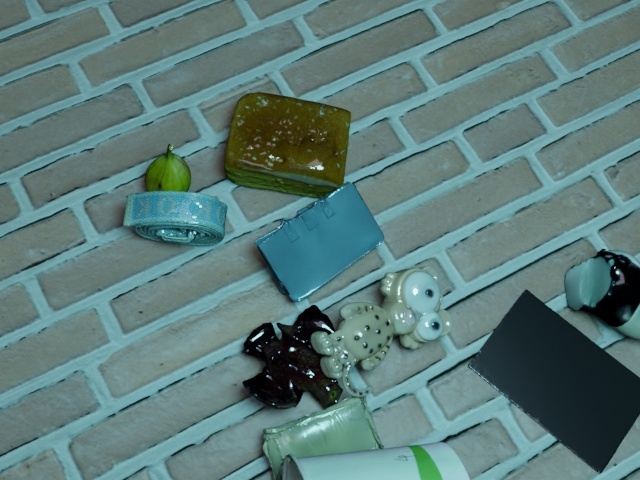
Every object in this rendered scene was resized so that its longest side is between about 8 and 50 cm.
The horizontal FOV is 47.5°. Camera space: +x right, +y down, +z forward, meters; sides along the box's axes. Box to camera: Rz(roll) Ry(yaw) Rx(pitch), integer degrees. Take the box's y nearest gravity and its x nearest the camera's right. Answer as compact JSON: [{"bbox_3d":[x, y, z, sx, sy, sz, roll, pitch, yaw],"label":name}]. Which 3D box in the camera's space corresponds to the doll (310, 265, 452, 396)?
[{"bbox_3d":[0.115,0.153,1.295,0.278,0.119,0.154,-33,99,-25],"label":"doll"}]

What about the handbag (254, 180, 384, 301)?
[{"bbox_3d":[0.000,0.000,1.356,0.221,0.057,0.144,-33,111,-14],"label":"handbag"}]

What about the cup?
[{"bbox_3d":[0.090,0.439,1.152,0.274,0.253,0.253,-8,70,-16],"label":"cup"}]

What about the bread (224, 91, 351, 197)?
[{"bbox_3d":[-0.062,-0.188,1.431,0.234,0.110,0.184,8,68,0],"label":"bread"}]

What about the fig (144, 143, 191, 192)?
[{"bbox_3d":[-0.272,-0.134,1.374,0.093,0.166,0.093,19,54,-28],"label":"fig"}]

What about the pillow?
[{"bbox_3d":[0.000,0.351,1.255,0.208,0.053,0.119,-17,99,-10],"label":"pillow"}]

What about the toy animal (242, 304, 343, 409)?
[{"bbox_3d":[-0.040,0.224,1.302,0.179,0.116,0.218,52,53,-17],"label":"toy animal"}]

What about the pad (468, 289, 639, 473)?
[{"bbox_3d":[0.449,0.256,1.357,0.300,0.005,0.202,38,71,10],"label":"pad"}]

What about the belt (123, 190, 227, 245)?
[{"bbox_3d":[-0.258,-0.037,1.346,0.163,0.147,0.082,-4,70,25],"label":"belt"}]

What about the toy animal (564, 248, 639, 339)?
[{"bbox_3d":[0.569,0.101,1.354,0.179,0.166,0.138,25,98,-6],"label":"toy animal"}]
